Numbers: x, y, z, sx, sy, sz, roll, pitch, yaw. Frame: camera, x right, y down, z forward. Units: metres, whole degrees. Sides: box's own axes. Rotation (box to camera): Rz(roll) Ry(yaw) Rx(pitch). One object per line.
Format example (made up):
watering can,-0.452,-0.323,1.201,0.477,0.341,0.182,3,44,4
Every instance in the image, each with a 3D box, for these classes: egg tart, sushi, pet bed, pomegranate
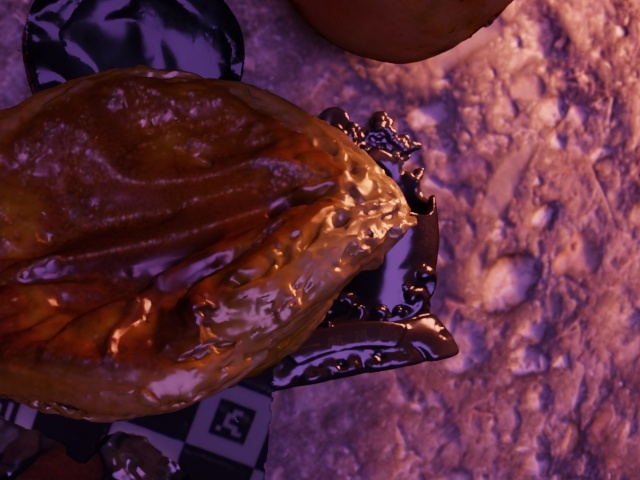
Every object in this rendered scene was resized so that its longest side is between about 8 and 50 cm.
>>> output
egg tart,-0.132,0.002,0.659,0.339,0.153,0.351,32,56,23
sushi,-0.216,0.231,0.748,0.339,0.069,0.320,5,98,0
pet bed,-0.171,-0.169,0.766,0.201,0.053,0.201,0,90,-17
pomegranate,0.067,-0.297,0.741,0.252,0.229,0.270,-43,95,-12

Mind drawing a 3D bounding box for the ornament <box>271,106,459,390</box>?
ornament,0.000,0.000,0.799,0.251,0.106,0.260,-11,86,-12
